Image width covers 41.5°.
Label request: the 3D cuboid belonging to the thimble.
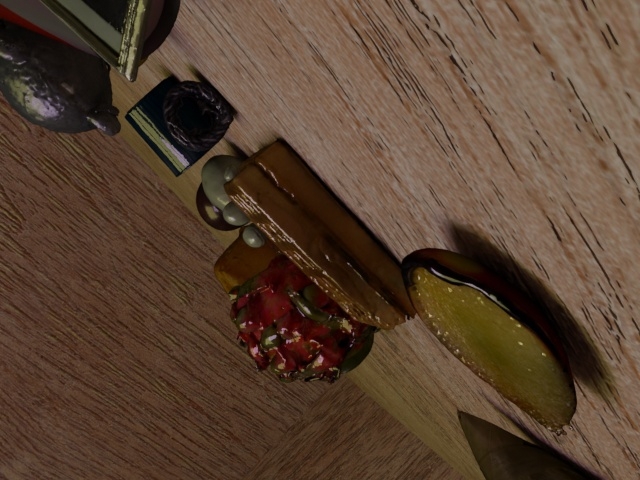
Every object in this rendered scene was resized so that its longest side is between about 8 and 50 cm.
[{"bbox_3d":[-0.189,-0.186,1.267,0.104,0.095,0.066,32,177,-13],"label":"thimble"}]

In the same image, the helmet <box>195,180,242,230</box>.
[{"bbox_3d":[-0.223,-0.084,1.887,0.155,0.106,0.175,40,166,27],"label":"helmet"}]

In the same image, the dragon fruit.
[{"bbox_3d":[-0.030,0.140,1.571,0.303,0.237,0.231,-1,131,38],"label":"dragon fruit"}]

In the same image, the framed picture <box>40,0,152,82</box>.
[{"bbox_3d":[-0.254,-0.318,0.784,0.293,0.018,0.231,42,136,17],"label":"framed picture"}]

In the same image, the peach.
[{"bbox_3d":[0.199,0.099,0.898,0.279,0.068,0.189,51,162,-25],"label":"peach"}]

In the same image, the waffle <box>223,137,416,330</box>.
[{"bbox_3d":[0.000,0.000,1.269,0.327,0.098,0.224,47,173,-9],"label":"waffle"}]

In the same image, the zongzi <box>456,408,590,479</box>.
[{"bbox_3d":[0.341,0.386,1.375,0.300,0.145,0.274,50,168,11],"label":"zongzi"}]

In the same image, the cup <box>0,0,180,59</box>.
[{"bbox_3d":[-0.303,-0.312,0.963,0.288,0.203,0.203,31,166,32],"label":"cup"}]

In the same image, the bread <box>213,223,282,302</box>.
[{"bbox_3d":[-0.112,0.103,1.944,0.312,0.172,0.312,42,160,19],"label":"bread"}]

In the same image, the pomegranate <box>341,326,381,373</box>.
[{"bbox_3d":[0.048,0.190,1.765,0.211,0.179,0.179,3,149,28],"label":"pomegranate"}]

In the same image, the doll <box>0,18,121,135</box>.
[{"bbox_3d":[-0.395,-0.284,1.196,0.246,0.158,0.340,30,-163,-41],"label":"doll"}]

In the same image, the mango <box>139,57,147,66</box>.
[{"bbox_3d":[-0.331,-0.320,1.330,0.191,0.085,0.122,37,165,45],"label":"mango"}]

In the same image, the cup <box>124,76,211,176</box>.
[{"bbox_3d":[-0.258,-0.199,1.473,0.138,0.113,0.150,49,169,-13],"label":"cup"}]

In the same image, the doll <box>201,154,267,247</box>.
[{"bbox_3d":[-0.133,-0.083,1.484,0.155,0.113,0.275,46,179,-28],"label":"doll"}]
